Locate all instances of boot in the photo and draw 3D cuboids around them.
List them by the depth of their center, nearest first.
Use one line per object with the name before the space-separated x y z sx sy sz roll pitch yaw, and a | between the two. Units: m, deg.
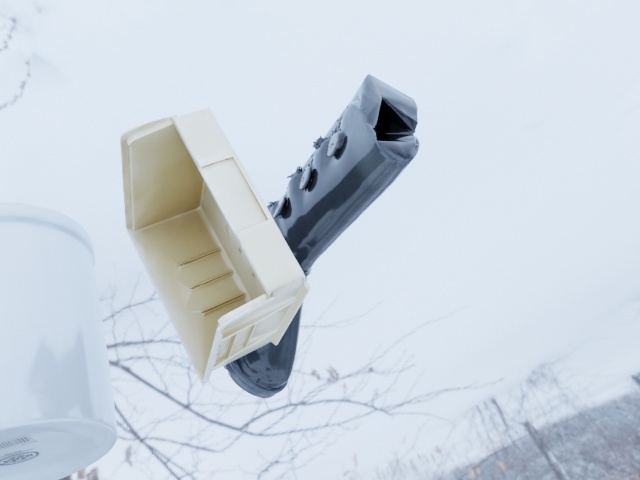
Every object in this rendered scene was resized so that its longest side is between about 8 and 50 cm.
boot | 0.000 -0.002 1.001 0.146 0.367 0.445 22 132 -31

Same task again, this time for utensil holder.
utensil holder | -0.524 0.186 1.031 0.328 0.385 0.327 -16 150 -10

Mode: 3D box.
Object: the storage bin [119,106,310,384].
storage bin | -0.145 0.013 0.793 0.123 0.262 0.260 -23 161 -24
